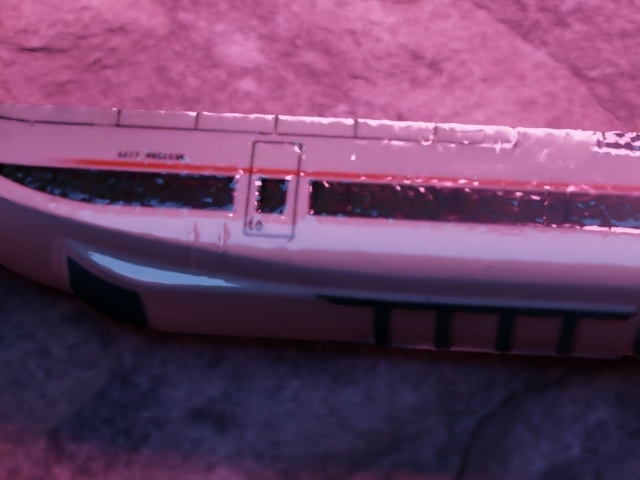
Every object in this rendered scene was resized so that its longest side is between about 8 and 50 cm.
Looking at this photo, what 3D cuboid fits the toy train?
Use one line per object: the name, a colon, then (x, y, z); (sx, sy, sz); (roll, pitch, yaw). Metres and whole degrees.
toy train: (0.000, 0.000, 0.729); (0.406, 0.086, 0.088); (3, 64, 5)
